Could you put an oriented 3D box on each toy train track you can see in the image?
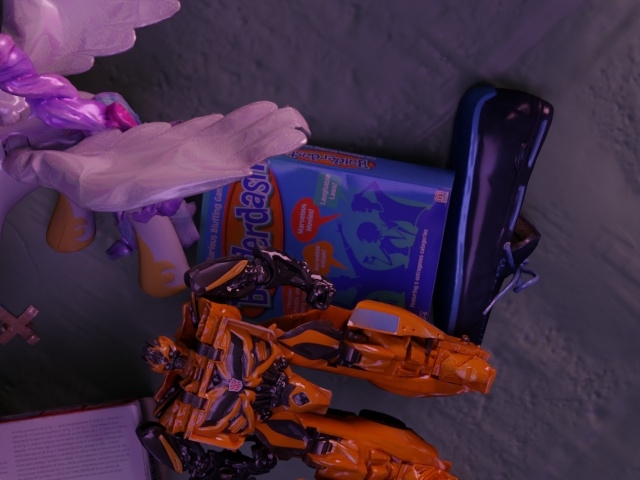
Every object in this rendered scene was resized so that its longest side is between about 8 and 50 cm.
[{"bbox_3d":[-0.284,0.068,1.626,0.048,0.014,0.083,-43,112,15],"label":"toy train track"}]

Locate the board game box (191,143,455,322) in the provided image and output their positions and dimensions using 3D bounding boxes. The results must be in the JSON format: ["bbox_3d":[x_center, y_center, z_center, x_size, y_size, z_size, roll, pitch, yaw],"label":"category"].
[{"bbox_3d":[0.000,0.000,1.578,0.210,0.047,0.160,10,115,5],"label":"board game box"}]

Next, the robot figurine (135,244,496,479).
[{"bbox_3d":[-0.007,0.123,1.502,0.291,0.085,0.211,14,97,-26],"label":"robot figurine"}]

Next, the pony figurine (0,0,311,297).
[{"bbox_3d":[-0.203,-0.076,1.416,0.351,0.303,0.363,-19,146,-8],"label":"pony figurine"}]

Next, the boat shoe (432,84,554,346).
[{"bbox_3d":[0.154,-0.003,1.585,0.089,0.109,0.258,3,118,-11],"label":"boat shoe"}]

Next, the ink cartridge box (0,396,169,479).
[{"bbox_3d":[-0.293,0.223,1.611,0.309,0.272,0.130,-8,86,-2],"label":"ink cartridge box"}]
